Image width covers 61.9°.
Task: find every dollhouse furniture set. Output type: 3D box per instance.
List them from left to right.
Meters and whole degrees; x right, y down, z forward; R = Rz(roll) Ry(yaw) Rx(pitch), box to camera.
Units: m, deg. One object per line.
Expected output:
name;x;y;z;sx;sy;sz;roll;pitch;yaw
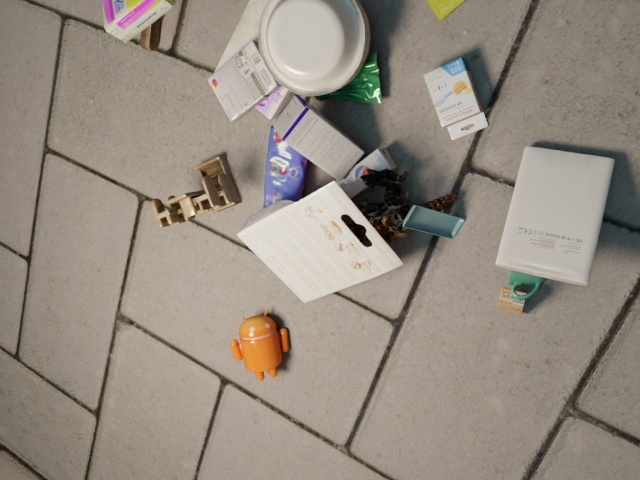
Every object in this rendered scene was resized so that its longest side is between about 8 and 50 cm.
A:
dollhouse furniture set;-0.373;-0.163;1.643;0.212;0.242;0.161;-19;93;27

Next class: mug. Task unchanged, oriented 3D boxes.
mug;0.524;0.062;1.333;0.097;0.129;0.158;2;100;22

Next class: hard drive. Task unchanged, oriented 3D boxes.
hard drive;0.553;-0.064;1.263;0.203;0.040;0.308;13;77;22

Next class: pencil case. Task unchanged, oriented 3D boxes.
pencil case;-0.096;-0.195;1.576;0.133;0.119;0.306;10;105;9

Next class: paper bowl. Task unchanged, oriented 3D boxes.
paper bowl;-0.022;-0.514;1.358;0.284;0.148;0.284;5;112;13

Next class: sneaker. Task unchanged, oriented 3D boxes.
sneaker;-0.549;-0.709;1.706;0.071;0.066;0.188;25;110;19

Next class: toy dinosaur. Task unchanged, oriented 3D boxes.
toy dinosaur;0.195;-0.079;1.455;0.322;0.218;0.164;-32;48;-1

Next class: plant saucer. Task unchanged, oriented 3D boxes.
plant saucer;0.297;-0.050;1.402;0.067;0.192;0.018;-62;37;23

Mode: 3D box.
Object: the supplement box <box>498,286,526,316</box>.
supplement box;0.497;0.160;1.385;0.062;0.098;0.036;14;70;23

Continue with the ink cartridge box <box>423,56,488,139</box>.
ink cartridge box;0.347;-0.358;1.364;0.104;0.061;0.181;-19;93;27

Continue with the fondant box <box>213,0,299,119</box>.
fondant box;-0.128;-0.549;1.528;0.238;0.096;0.330;40;116;12

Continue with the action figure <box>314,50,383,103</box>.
action figure;0.056;-0.437;1.483;0.232;0.063;0.137;-2;102;21

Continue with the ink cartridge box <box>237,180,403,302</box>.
ink cartridge box;0.000;0.000;1.485;0.385;0.091;0.308;-26;116;37

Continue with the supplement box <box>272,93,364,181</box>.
supplement box;-0.004;-0.276;1.446;0.220;0.111;0.114;31;107;-31

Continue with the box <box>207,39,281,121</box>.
box;-0.217;-0.449;1.517;0.186;0.038;0.145;-30;88;27

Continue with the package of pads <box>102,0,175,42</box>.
package of pads;-0.562;-0.792;1.625;0.229;0.101;0.297;-23;69;27

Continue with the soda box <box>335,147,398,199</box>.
soda box;0.109;-0.171;1.510;0.216;0.074;0.069;-35;85;27

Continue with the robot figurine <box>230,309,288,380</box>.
robot figurine;-0.196;0.339;1.733;0.158;0.128;0.220;-5;99;26

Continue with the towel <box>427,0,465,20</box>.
towel;0.281;-0.686;1.350;0.102;0.021;0.237;-34;87;33
